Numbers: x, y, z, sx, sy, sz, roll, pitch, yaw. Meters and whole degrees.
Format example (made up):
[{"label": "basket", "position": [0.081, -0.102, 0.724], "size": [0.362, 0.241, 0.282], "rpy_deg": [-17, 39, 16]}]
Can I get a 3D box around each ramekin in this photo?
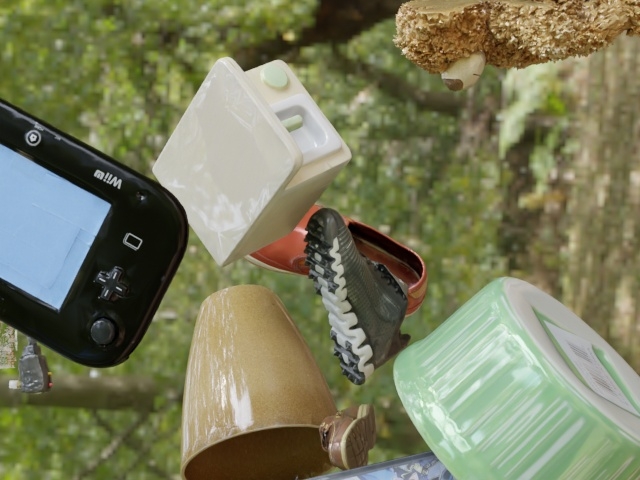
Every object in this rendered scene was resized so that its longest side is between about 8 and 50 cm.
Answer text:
[{"label": "ramekin", "position": [0.237, 0.179, 1.467], "size": [0.148, 0.303, 0.303], "rpy_deg": [-48, 5, 16]}]

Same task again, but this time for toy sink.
[{"label": "toy sink", "position": [-0.069, -0.105, 1.600], "size": [0.131, 0.153, 0.234], "rpy_deg": [-27, -16, -38]}]

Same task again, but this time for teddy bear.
[{"label": "teddy bear", "position": [0.263, -0.255, 1.730], "size": [0.245, 0.338, 0.113], "rpy_deg": [21, 121, 54]}]

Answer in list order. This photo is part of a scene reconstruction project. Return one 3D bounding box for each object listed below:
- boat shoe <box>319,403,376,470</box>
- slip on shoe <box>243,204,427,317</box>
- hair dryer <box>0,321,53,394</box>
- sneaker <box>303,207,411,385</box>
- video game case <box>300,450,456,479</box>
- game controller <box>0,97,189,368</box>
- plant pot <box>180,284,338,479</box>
[{"label": "boat shoe", "position": [0.028, 0.245, 1.713], "size": [0.178, 0.060, 0.064], "rpy_deg": [-35, -61, -78]}, {"label": "slip on shoe", "position": [0.000, 0.000, 1.887], "size": [0.123, 0.331, 0.101], "rpy_deg": [-65, 4, -29]}, {"label": "hair dryer", "position": [-0.416, 0.045, 1.597], "size": [0.080, 0.224, 0.293], "rpy_deg": [174, 96, -76]}, {"label": "sneaker", "position": [0.050, 0.053, 1.655], "size": [0.078, 0.106, 0.234], "rpy_deg": [32, 144, 56]}, {"label": "video game case", "position": [0.100, 0.338, 1.408], "size": [0.035, 0.248, 0.275], "rpy_deg": [77, 180, -46]}, {"label": "game controller", "position": [-0.267, -0.026, 1.180], "size": [0.166, 0.319, 0.067], "rpy_deg": [-64, -10, 13]}, {"label": "plant pot", "position": [-0.097, 0.201, 1.981], "size": [0.237, 0.237, 0.254], "rpy_deg": [81, 177, -59]}]
